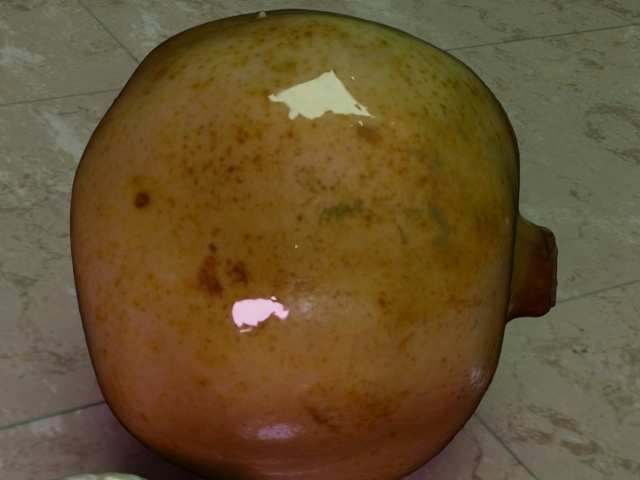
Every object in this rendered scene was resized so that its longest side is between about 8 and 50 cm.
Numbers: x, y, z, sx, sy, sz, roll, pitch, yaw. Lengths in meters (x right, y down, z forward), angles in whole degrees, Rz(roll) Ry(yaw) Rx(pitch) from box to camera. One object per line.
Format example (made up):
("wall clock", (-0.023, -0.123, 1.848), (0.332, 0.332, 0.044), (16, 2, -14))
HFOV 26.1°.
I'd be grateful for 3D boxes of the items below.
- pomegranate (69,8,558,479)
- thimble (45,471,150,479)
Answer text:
("pomegranate", (0.000, 0.000, 1.097), (0.416, 0.417, 0.417), (8, 33, -5))
("thimble", (-0.133, 0.267, 0.886), (0.196, 0.148, 0.229), (-1, 33, -17))
